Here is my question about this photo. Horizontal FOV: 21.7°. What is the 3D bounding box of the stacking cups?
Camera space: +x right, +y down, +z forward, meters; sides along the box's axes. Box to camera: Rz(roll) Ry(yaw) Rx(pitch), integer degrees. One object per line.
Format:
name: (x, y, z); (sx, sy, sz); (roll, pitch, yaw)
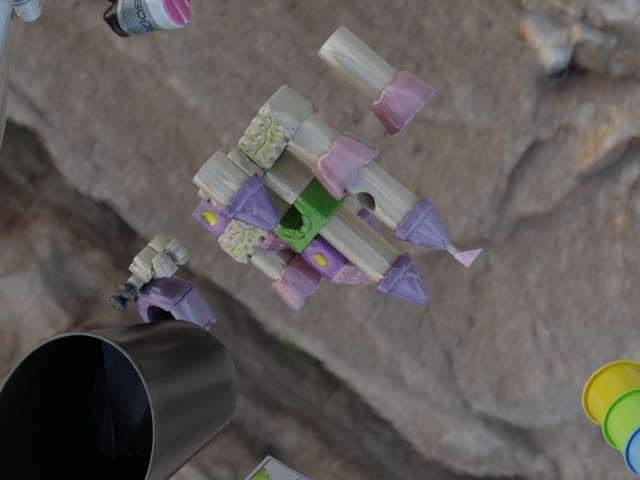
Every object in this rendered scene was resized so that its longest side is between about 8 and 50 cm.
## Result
stacking cups: (0.398, 0.247, 1.915); (0.096, 0.316, 0.096); (-5, 113, -11)

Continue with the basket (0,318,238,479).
basket: (-0.174, 0.153, 1.506); (0.154, 0.227, 0.204); (29, 108, 13)

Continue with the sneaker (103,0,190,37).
sneaker: (-0.156, -0.236, 1.413); (0.075, 0.170, 0.063); (-20, 142, 16)

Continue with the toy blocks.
toy blocks: (0.000, 0.000, 1.750); (0.260, 0.309, 0.288); (41, 145, 1)

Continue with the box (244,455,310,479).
box: (-0.118, 0.440, 2.175); (0.087, 0.169, 0.290); (31, 111, 9)

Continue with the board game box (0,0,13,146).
board game box: (-0.376, -0.125, 1.377); (0.224, 0.097, 0.303); (12, 163, -9)

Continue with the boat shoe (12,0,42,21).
boat shoe: (-0.258, -0.221, 1.463); (0.035, 0.100, 0.035); (-22, 123, 0)
